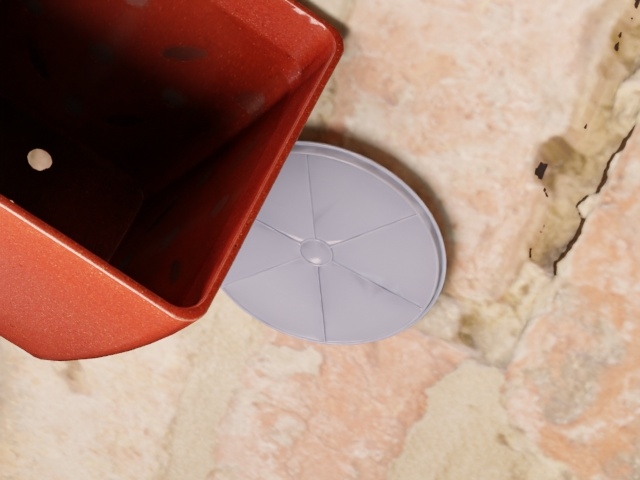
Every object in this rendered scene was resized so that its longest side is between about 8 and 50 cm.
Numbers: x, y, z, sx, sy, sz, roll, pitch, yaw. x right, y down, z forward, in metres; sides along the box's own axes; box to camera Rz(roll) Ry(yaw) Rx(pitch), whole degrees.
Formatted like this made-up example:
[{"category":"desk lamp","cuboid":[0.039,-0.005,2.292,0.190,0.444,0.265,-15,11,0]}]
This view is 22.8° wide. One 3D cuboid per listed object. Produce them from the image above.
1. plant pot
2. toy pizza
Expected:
[{"category":"plant pot","cuboid":[-0.185,-0.067,1.101,0.267,0.267,0.236,33,144,-9]},{"category":"toy pizza","cuboid":[0.000,0.000,1.229,0.201,0.032,0.201,9,131,11]}]
